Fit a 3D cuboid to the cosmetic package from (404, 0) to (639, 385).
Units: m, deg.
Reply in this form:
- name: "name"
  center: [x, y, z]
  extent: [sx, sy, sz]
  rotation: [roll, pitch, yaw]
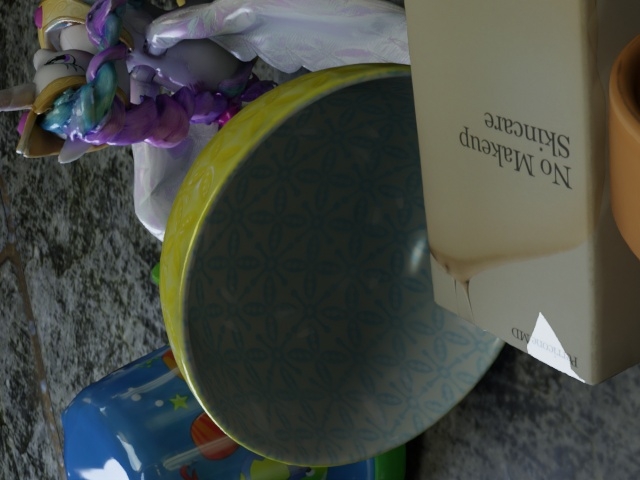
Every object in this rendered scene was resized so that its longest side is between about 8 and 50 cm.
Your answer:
- name: "cosmetic package"
  center: [0.144, -0.089, 0.731]
  extent: [0.160, 0.113, 0.309]
  rotation: [26, 131, 51]

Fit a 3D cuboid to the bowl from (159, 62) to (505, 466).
- name: "bowl"
  center: [0.000, 0.000, 0.873]
  extent: [0.156, 0.289, 0.289]
  rotation: [33, 119, 54]

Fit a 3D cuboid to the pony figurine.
- name: "pony figurine"
  center: [-0.118, -0.152, 1.015]
  extent: [0.303, 0.351, 0.363]
  rotation: [-59, 29, 33]

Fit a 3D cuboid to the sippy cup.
- name: "sippy cup"
  center: [-0.085, 0.173, 1.012]
  extent: [0.240, 0.224, 0.305]
  rotation: [-39, 72, 55]

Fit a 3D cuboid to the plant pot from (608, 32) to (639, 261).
- name: "plant pot"
  center: [0.269, 0.027, 0.531]
  extent: [0.291, 0.291, 0.203]
  rotation: [33, 135, 48]
